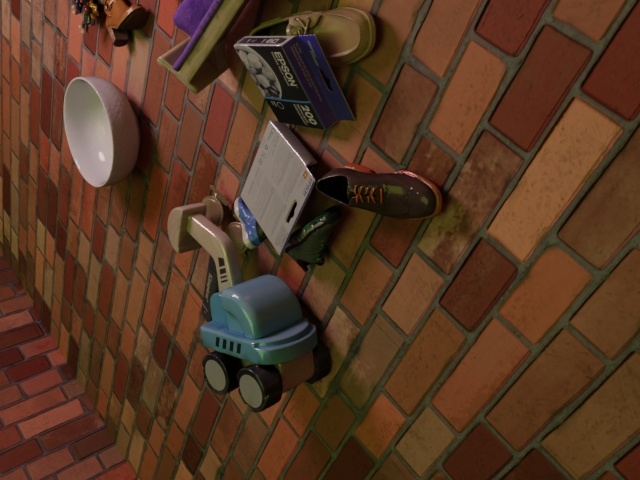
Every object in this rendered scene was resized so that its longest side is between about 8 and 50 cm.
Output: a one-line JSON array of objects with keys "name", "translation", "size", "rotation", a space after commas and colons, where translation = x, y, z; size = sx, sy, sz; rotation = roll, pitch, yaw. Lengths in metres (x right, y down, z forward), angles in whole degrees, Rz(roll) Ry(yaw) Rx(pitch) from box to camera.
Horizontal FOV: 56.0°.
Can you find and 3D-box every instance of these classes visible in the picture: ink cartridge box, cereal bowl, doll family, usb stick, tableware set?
[{"name": "ink cartridge box", "translation": [-0.052, -0.316, 1.211], "size": [0.208, 0.045, 0.206], "rotation": [16, 149, 42]}, {"name": "cereal bowl", "translation": [-0.661, -0.340, 1.869], "size": [0.338, 0.141, 0.339], "rotation": [19, 118, 41]}, {"name": "doll family", "translation": [-0.709, -0.729, 1.830], "size": [0.193, 0.076, 0.111], "rotation": [62, 143, 15]}, {"name": "usb stick", "translation": [-0.299, 0.122, 1.720], "size": [0.077, 0.045, 0.278], "rotation": [38, 130, 31]}, {"name": "ink cartridge box", "translation": [-0.085, -0.115, 1.342], "size": [0.224, 0.045, 0.223], "rotation": [56, 133, 35]}, {"name": "tableware set", "translation": [-0.249, -0.043, 1.611], "size": [0.194, 0.039, 0.128], "rotation": [45, 121, 19]}]

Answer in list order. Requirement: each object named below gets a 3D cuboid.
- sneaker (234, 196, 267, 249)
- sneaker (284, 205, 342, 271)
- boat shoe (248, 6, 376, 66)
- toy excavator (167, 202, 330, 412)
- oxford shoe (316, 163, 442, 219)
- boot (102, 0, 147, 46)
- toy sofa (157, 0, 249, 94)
[{"name": "sneaker", "translation": [-0.161, -0.060, 1.498], "size": [0.084, 0.058, 0.152], "rotation": [-32, 54, 21]}, {"name": "sneaker", "translation": [0.000, 0.000, 1.342], "size": [0.098, 0.083, 0.223], "rotation": [51, 145, -5]}, {"name": "boat shoe", "translation": [-0.023, -0.398, 1.184], "size": [0.302, 0.098, 0.109], "rotation": [17, 116, 43]}, {"name": "toy excavator", "translation": [-0.200, 0.136, 1.490], "size": [0.432, 0.222, 0.446], "rotation": [7, 106, 44]}, {"name": "oxford shoe", "translation": [0.107, -0.085, 1.158], "size": [0.271, 0.098, 0.097], "rotation": [15, 115, 44]}, {"name": "boot", "translation": [-0.566, -0.661, 1.701], "size": [0.197, 0.073, 0.153], "rotation": [-21, 84, 46]}, {"name": "toy sofa", "translation": [-0.225, -0.500, 1.282], "size": [0.177, 0.150, 0.362], "rotation": [43, 139, -11]}]
